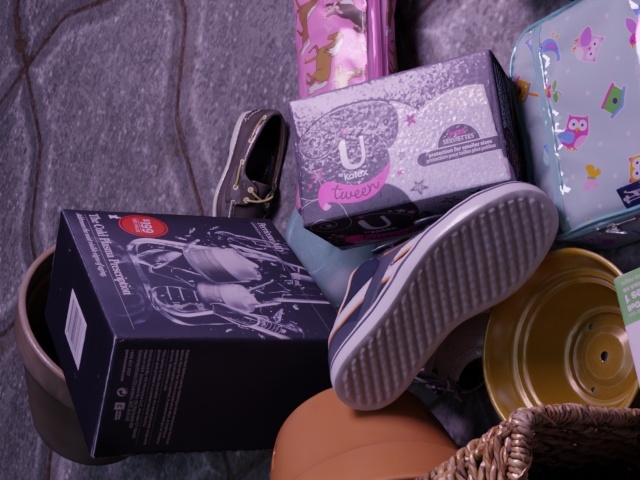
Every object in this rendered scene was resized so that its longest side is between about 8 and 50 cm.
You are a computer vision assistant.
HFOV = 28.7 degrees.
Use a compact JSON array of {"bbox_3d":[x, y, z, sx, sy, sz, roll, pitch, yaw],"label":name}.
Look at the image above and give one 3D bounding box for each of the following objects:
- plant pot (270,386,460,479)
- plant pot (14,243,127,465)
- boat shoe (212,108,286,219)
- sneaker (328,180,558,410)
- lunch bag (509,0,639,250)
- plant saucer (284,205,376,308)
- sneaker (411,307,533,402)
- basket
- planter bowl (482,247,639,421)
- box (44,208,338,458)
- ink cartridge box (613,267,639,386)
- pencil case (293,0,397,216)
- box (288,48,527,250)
[{"bbox_3d":[0.058,0.304,1.454,0.291,0.291,0.203,-55,29,25],"label":"plant pot"},{"bbox_3d":[-0.323,0.194,1.910,0.280,0.323,0.323,-62,40,42],"label":"plant pot"},{"bbox_3d":[-0.103,-0.086,1.860,0.068,0.081,0.228,0,79,53],"label":"boat shoe"},{"bbox_3d":[0.121,0.039,1.396,0.321,0.126,0.127,-45,25,14],"label":"sneaker"},{"bbox_3d":[0.316,-0.131,1.364,0.224,0.108,0.279,-23,65,44],"label":"lunch bag"},{"bbox_3d":[0.000,0.000,1.756,0.195,0.037,0.195,-14,71,46],"label":"plant saucer"},{"bbox_3d":[0.139,0.143,1.506,0.281,0.105,0.115,-28,61,42],"label":"sneaker"},{"bbox_3d":[0.247,0.299,1.193,0.223,0.299,0.213,-42,52,35],"label":"basket"},{"bbox_3d":[0.285,0.122,1.353,0.217,0.090,0.217,-16,68,46],"label":"planter bowl"},{"bbox_3d":[-0.172,0.113,1.651,0.343,0.312,0.179,-128,47,-54],"label":"box"},{"bbox_3d":[0.382,0.132,1.185,0.092,0.160,0.219,-30,59,43],"label":"ink cartridge box"},{"bbox_3d":[0.042,-0.208,1.668,0.160,0.167,0.386,-5,76,16],"label":"pencil case"},{"bbox_3d":[0.105,-0.098,1.447,0.247,0.142,0.163,-13,73,19],"label":"box"}]
